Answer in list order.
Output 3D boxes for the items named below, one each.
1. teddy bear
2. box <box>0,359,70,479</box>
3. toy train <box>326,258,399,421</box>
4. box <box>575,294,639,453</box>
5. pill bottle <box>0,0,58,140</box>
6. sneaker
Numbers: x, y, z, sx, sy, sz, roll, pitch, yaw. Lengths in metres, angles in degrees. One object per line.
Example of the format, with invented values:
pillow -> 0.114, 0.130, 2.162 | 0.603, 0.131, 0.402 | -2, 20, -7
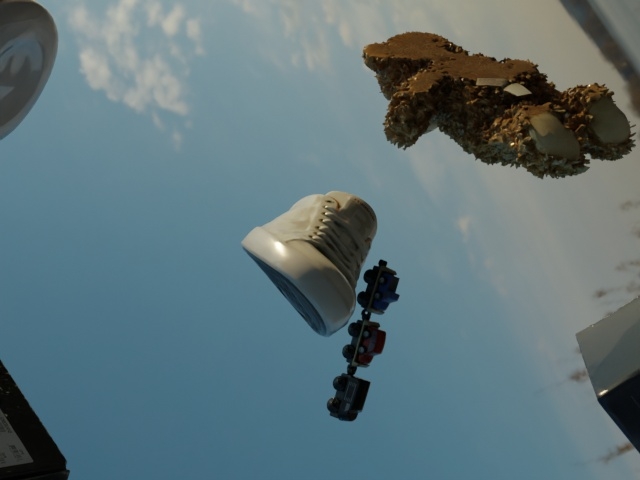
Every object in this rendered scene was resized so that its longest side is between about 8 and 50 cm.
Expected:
teddy bear -> 0.190, -0.144, 0.945 | 0.245, 0.338, 0.113 | -39, -43, -42
box -> -0.229, 0.142, 0.474 | 0.077, 0.147, 0.180 | 2, -156, -43
toy train -> 0.044, 0.096, 0.783 | 0.027, 0.036, 0.158 | 21, -96, -54
box -> 0.519, 0.178, 0.900 | 0.343, 0.312, 0.179 | 50, -161, -7
pill bottle -> -0.304, -0.163, 0.568 | 0.216, 0.121, 0.121 | 32, -157, 4
sneaker -> 0.000, 0.000, 0.761 | 0.106, 0.123, 0.290 | 52, 178, -12
